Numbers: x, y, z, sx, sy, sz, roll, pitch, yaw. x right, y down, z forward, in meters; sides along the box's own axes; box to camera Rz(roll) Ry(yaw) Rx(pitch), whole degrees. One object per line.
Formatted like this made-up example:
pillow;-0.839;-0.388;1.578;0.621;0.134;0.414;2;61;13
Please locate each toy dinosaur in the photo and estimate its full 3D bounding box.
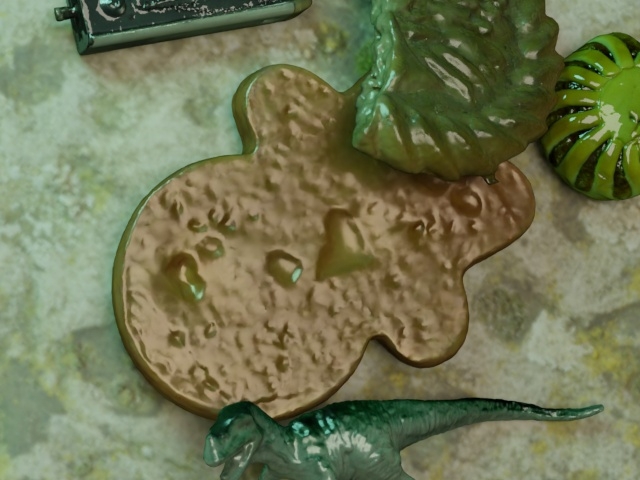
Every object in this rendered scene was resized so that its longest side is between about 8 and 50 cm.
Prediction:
toy dinosaur;0.057;0.185;1.377;0.383;0.076;0.129;1;107;-41

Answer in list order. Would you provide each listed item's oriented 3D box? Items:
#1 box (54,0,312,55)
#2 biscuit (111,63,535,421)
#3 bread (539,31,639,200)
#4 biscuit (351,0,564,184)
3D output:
box;-0.131;-0.291;1.374;0.210;0.045;0.270;-11;87;-21
biscuit;-0.001;0.000;1.382;0.355;0.052;0.275;-38;94;-18
bread;0.246;-0.105;1.471;0.130;0.071;0.139;45;72;-5
biscuit;0.117;-0.162;1.405;0.187;0.036;0.274;16;58;-22
